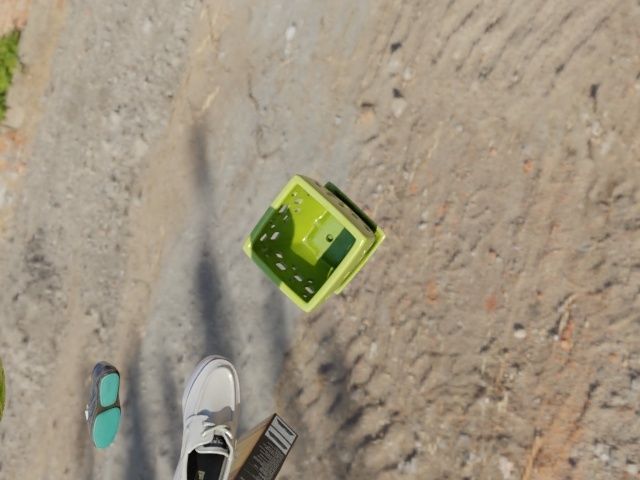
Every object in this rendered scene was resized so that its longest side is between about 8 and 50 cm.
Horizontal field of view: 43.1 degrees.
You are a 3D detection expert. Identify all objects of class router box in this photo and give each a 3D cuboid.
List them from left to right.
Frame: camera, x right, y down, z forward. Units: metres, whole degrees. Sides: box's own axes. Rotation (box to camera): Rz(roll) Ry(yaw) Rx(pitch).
[{"bbox_3d":[-0.209,0.536,1.752,0.309,0.081,0.243,-40,7,32],"label":"router box"}]

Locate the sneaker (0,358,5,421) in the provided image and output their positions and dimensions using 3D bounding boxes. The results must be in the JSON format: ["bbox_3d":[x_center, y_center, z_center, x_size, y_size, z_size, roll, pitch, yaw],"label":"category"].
[{"bbox_3d":[-0.520,0.151,1.067,0.123,0.296,0.109,-19,29,10],"label":"sneaker"}]

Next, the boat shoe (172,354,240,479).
[{"bbox_3d":[-0.172,0.309,1.235,0.088,0.096,0.268,-15,57,62],"label":"boat shoe"}]

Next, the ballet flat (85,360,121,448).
[{"bbox_3d":[-0.454,0.336,1.684,0.074,0.074,0.203,-127,41,-54],"label":"ballet flat"}]

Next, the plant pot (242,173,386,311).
[{"bbox_3d":[0.000,0.000,1.848,0.228,0.207,0.227,44,110,16],"label":"plant pot"}]
